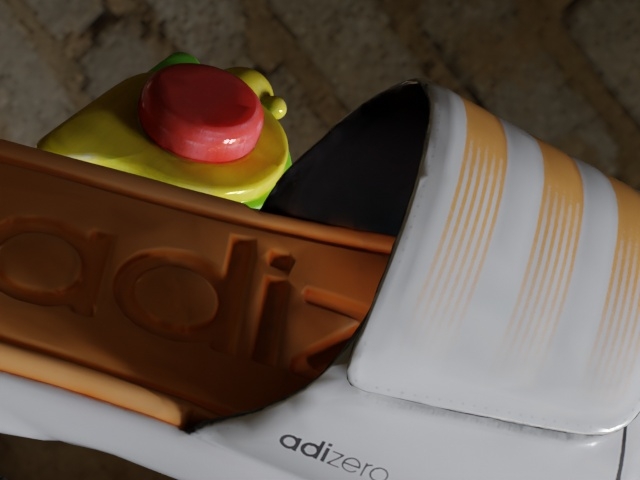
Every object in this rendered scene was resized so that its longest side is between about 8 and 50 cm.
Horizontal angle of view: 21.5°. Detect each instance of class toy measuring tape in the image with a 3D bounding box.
[{"bbox_3d":[-0.103,-0.008,0.893,0.121,0.121,0.330,48,41,-3],"label":"toy measuring tape"}]

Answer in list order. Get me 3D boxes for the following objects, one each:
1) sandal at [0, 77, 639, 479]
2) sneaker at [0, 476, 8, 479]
[{"bbox_3d":[-0.001,0.007,0.356,0.265,0.076,0.102,13,40,-9],"label":"sandal"},{"bbox_3d":[-0.122,0.145,0.592,0.170,0.071,0.068,56,22,1],"label":"sneaker"}]
